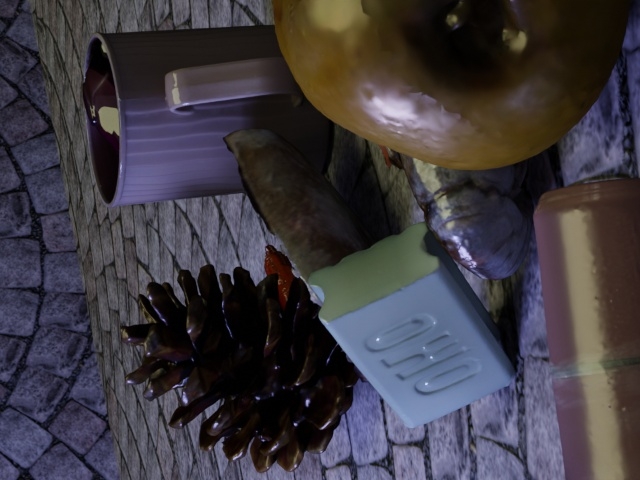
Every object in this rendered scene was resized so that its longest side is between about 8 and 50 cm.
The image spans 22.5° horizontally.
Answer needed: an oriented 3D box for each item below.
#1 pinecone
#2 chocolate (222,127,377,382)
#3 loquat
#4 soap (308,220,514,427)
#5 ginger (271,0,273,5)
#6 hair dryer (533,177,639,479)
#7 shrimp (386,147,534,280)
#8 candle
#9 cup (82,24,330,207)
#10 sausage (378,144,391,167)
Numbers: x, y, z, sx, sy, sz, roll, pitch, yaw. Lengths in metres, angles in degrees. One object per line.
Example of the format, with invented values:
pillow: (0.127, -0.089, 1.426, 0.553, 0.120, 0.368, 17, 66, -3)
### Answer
pinecone: (-0.086, 0.139, 1.895, 0.244, 0.309, 0.244, -43, 36, 42)
chocolate: (0.000, 0.000, 1.768, 0.303, 0.100, 0.185, 57, -178, 41)
loquat: (0.103, -0.186, 1.209, 0.275, 0.275, 0.275, 174, 90, -72)
soap: (0.085, 0.079, 1.434, 0.198, 0.119, 0.066, 52, -163, -47)
ginger: (-0.004, -0.296, 1.787, 0.213, 0.074, 0.137, 162, 99, -77)
hair dryer: (0.271, 0.050, 1.016, 0.352, 0.125, 0.210, -16, 79, 62)
shrimp: (0.115, -0.132, 1.386, 0.116, 0.145, 0.343, -23, 75, 43)
candle: (-0.042, 0.053, 2.086, 0.053, 0.048, 0.162, -50, 37, 17)
cup: (-0.137, -0.171, 1.914, 0.288, 0.273, 0.208, 109, 150, -53)
sausage: (0.087, -0.236, 1.492, 0.097, 0.094, 0.348, -85, -4, -67)
